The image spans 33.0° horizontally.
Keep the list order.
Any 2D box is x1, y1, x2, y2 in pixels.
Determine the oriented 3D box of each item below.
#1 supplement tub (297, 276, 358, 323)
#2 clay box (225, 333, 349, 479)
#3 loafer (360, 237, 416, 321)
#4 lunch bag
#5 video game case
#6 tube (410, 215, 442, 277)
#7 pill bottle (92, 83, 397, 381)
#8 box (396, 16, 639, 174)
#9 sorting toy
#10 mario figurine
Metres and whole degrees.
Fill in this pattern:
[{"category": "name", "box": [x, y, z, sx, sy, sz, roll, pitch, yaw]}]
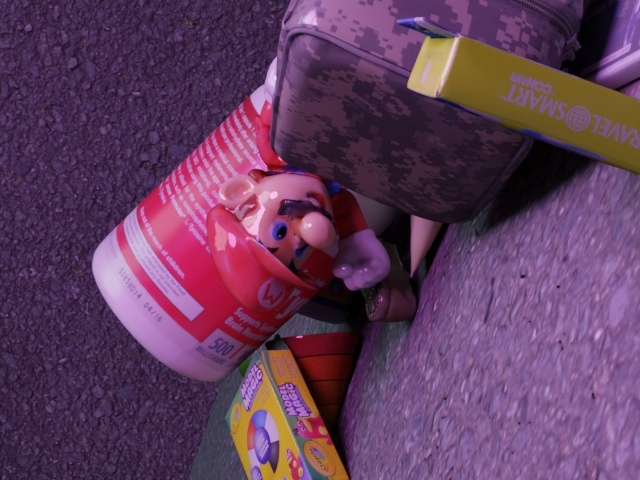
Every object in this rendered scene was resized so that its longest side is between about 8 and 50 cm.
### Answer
[{"category": "supplement tub", "box": [0.000, 0.000, 1.471, 0.144, 0.144, 0.200, -152, 81, -82]}, {"category": "clay box", "box": [-0.049, 0.228, 1.252, 0.222, 0.053, 0.127, 61, 138, 40]}, {"category": "loafer", "box": [0.075, 0.048, 1.179, 0.148, 0.050, 0.056, -88, 21, -60]}, {"category": "lunch bag", "box": [0.098, -0.184, 0.882, 0.305, 0.212, 0.256, 103, -172, -75]}, {"category": "video game case", "box": [0.234, -0.194, 0.763, 0.190, 0.022, 0.173, 153, 136, -79]}, {"category": "tube", "box": [0.131, -0.083, 1.117, 0.070, 0.062, 0.240, -13, -50, -45]}, {"category": "pill bottle", "box": [-0.058, -0.040, 1.296, 0.407, 0.229, 0.229, -43, 14, 11]}, {"category": "box", "box": [0.128, -0.084, 0.646, 0.109, 0.178, 0.042, -113, 42, -79]}, {"category": "sorting toy", "box": [-0.036, 0.214, 1.448, 0.365, 0.127, 0.126, 134, 131, -67]}, {"category": "mario figurine", "box": [0.013, -0.069, 1.073, 0.320, 0.198, 0.170, -61, -1, -10]}]
